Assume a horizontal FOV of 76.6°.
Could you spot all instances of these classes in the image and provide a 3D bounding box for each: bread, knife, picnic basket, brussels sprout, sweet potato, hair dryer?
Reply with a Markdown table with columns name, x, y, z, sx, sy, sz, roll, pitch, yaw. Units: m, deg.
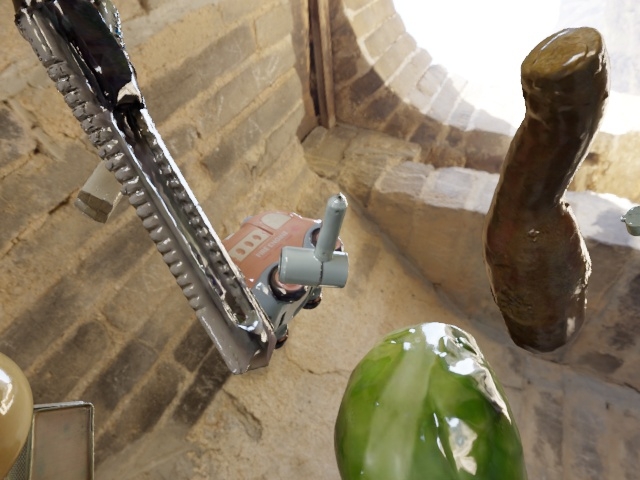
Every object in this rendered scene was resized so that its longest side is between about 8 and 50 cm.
| name | x | y | z | sx | sy | sz | roll | pitch | yaw |
| --- | --- | --- | --- | --- | --- | --- | --- | --- | --- |
| bread | -0.481 | -0.130 | 0.926 | 0.077 | 0.105 | 0.152 | 34 | -125 | -22 |
| knife | -0.124 | -0.055 | 0.319 | 0.089 | 0.043 | 0.366 | -38 | -77 | -52 |
| picnic basket | -0.713 | 0.570 | 1.073 | 0.165 | 0.139 | 0.267 | 15 | -121 | -52 |
| brussels sprout | 0.179 | 0.313 | 0.647 | 0.314 | 0.275 | 0.372 | 33 | -135 | -40 |
| sweet potato | 0.213 | -0.009 | 0.400 | 0.109 | 0.109 | 0.386 | -56 | -42 | -34 |
| hair dryer | 0.000 | 0.000 | 0.469 | 0.047 | 0.081 | 0.137 | -95 | 17 | -48 |

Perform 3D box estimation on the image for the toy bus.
| name | x | y | z | sx | sy | sz | roll | pitch | yaw |
| --- | --- | --- | --- | --- | --- | --- | --- | --- | --- |
| toy bus | -0.104 | 0.058 | 0.820 | 0.288 | 0.232 | 0.194 | -47 | -19 | -44 |

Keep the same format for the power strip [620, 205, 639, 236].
| name | x | y | z | sx | sy | sz | roll | pitch | yaw |
| --- | --- | --- | --- | --- | --- | --- | --- | --- | --- |
| power strip | 0.715 | -0.047 | 0.774 | 0.080 | 0.226 | 0.029 | -48 | -61 | -38 |

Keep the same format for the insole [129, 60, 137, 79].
| name | x | y | z | sx | sy | sz | roll | pitch | yaw |
| --- | --- | --- | --- | --- | --- | --- | --- | --- | --- |
| insole | -0.352 | -0.251 | 0.703 | 0.086 | 0.005 | 0.253 | -26 | -2 | -17 |

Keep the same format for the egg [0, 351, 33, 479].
| name | x | y | z | sx | sy | sz | roll | pitch | yaw |
| --- | --- | --- | --- | --- | --- | --- | --- | --- | --- |
| egg | -0.643 | 0.313 | 0.627 | 0.373 | 0.301 | 0.301 | -32 | -15 | 16 |
